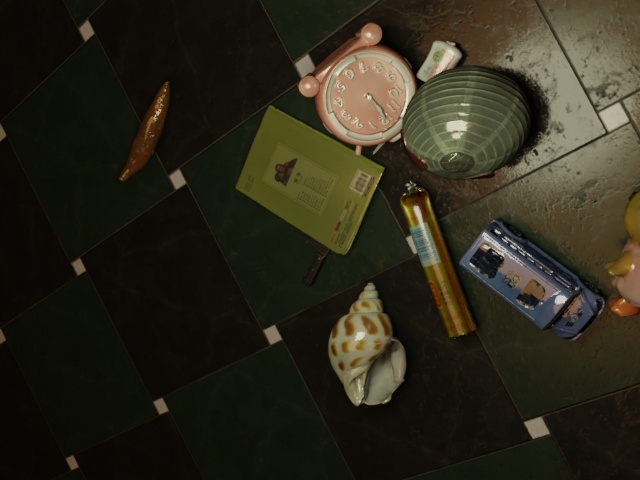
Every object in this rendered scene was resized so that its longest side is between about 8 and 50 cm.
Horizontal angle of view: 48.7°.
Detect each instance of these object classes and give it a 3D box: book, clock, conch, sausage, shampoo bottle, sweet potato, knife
[{"bbox_3d":[-0.030,-0.150,1.732,0.352,0.035,0.239,32,111,20],"label":"book"},{"bbox_3d":[0.100,-0.320,1.557,0.227,0.142,0.241,-39,104,9],"label":"clock"},{"bbox_3d":[0.107,0.246,1.689,0.149,0.183,0.275,-142,63,-63],"label":"conch"},{"bbox_3d":[0.260,0.041,1.600,0.082,0.082,0.371,-20,91,30],"label":"sausage"},{"bbox_3d":[0.259,-0.382,1.521,0.072,0.043,0.099,34,115,16],"label":"shampoo bottle"},{"bbox_3d":[-0.461,-0.288,1.917,0.072,0.066,0.314,36,113,9],"label":"sweet potato"},{"bbox_3d":[0.000,0.000,1.765,0.072,0.019,0.245,34,112,21],"label":"knife"}]

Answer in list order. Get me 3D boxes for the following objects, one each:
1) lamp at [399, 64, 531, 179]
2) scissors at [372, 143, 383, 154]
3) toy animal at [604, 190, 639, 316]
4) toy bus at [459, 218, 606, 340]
[{"bbox_3d":[0.287,-0.231,1.433,0.265,0.233,0.233,8,105,19],"label":"lamp"},{"bbox_3d":[0.147,-0.230,1.637,0.036,0.006,0.083,45,118,10],"label":"scissors"},{"bbox_3d":[0.641,0.011,1.341,0.195,0.169,0.281,-1,99,-15],"label":"toy animal"},{"bbox_3d":[0.441,0.090,1.480,0.292,0.133,0.125,39,116,15],"label":"toy bus"}]
